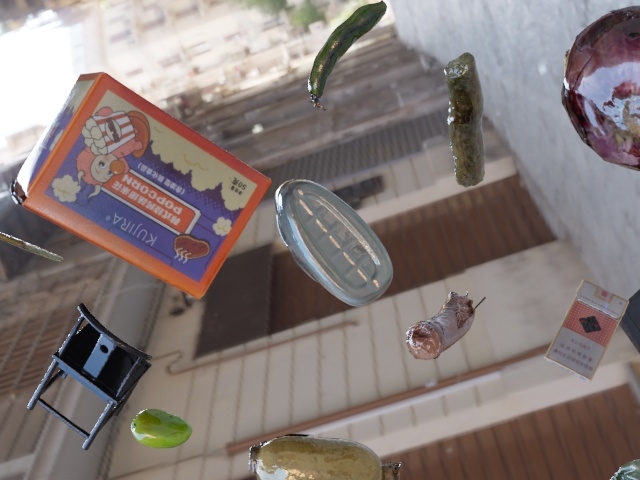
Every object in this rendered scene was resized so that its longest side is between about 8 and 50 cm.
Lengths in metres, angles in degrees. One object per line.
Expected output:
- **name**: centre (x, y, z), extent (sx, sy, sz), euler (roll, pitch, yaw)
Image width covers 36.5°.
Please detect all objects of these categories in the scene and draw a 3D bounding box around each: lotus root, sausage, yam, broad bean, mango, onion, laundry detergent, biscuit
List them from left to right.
- **biscuit**: centre (-0.644, 0.007, 2.084), extent (0.231, 0.139, 0.016), euler (59, -127, -79)
- **mango**: centre (-0.283, 0.338, 1.731), extent (0.073, 0.108, 0.056), euler (-105, 23, -57)
- **laundry detergent**: centre (0.000, 0.000, 1.865), extent (0.264, 0.124, 0.398), euler (48, 174, -5)
- **lotus root**: centre (0.010, 0.440, 1.813), extent (0.131, 0.303, 0.146), euler (-96, 25, -47)
- **broad bean**: centre (0.039, -0.340, 1.725), extent (0.069, 0.227, 0.039), euler (32, -178, -20)
- **sausage**: centre (0.212, 0.146, 1.661), extent (0.304, 0.078, 0.078), euler (-20, -88, -65)
- **yam**: centre (0.282, -0.225, 1.874), extent (0.071, 0.067, 0.317), euler (-49, -34, -27)
- **onion**: centre (0.481, -0.224, 1.417), extent (0.219, 0.252, 0.252), euler (-38, -67, -53)

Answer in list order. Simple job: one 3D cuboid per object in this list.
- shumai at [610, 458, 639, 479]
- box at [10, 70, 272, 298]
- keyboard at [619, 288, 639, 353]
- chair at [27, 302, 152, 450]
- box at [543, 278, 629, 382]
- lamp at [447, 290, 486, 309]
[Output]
- **shumai**: centre (0.427, 0.409, 1.157), extent (0.271, 0.222, 0.203), euler (36, -148, 12)
- **box**: centre (-0.330, -0.102, 1.734), extent (0.348, 0.257, 0.318), euler (32, 178, -23)
- **keyboard**: centre (0.646, 0.228, 1.766), extent (0.310, 0.101, 0.018), euler (53, 164, -9)
- **chair**: centre (-0.396, 0.224, 1.739), extent (0.154, 0.260, 0.141), euler (36, -152, 0)
- **box**: centre (0.238, 0.080, 0.870), extent (0.083, 0.046, 0.012), euler (-60, -14, -15)
- **lamp**: centre (0.286, 0.132, 1.992), extent (0.041, 0.054, 0.121), euler (37, 163, -9)
